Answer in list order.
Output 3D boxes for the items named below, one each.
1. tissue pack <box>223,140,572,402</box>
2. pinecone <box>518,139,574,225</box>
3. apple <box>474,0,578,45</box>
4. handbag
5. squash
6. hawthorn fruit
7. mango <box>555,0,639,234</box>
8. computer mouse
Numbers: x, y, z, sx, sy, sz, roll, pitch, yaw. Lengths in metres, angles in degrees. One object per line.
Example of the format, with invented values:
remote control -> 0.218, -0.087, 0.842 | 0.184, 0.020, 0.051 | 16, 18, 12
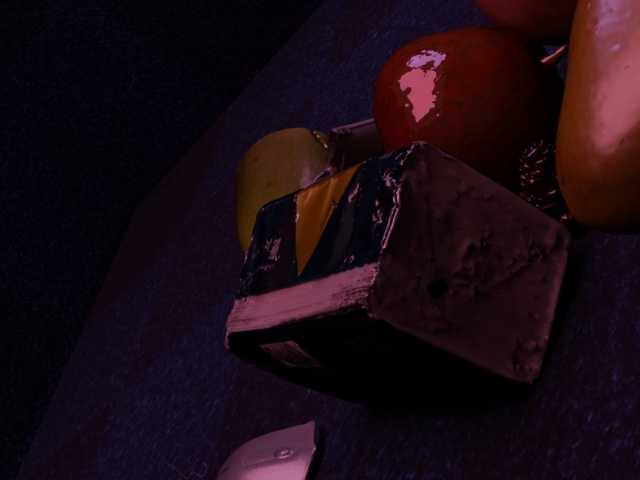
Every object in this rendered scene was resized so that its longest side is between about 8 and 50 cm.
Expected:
tissue pack -> 0.083, 0.061, 1.423 | 0.416, 0.264, 0.253 | -18, 51, 62
pinecone -> 0.290, -0.070, 1.404 | 0.102, 0.109, 0.102 | -27, -5, -2
apple -> 0.343, -0.453, 1.525 | 0.364, 0.364, 0.364 | -48, 19, 22
handbag -> 0.058, -0.098, 1.715 | 0.109, 0.315, 0.241 | 50, 143, 32
squash -> -0.059, -0.060, 2.224 | 0.234, 0.210, 0.309 | -48, 31, 25
hawthorn fruit -> 0.228, -0.172, 1.522 | 0.298, 0.277, 0.277 | -36, 24, 25
mango -> 0.386, -0.200, 1.168 | 0.301, 0.220, 0.445 | 23, 72, 43
computer mouse -> -0.089, 0.351, 1.689 | 0.231, 0.079, 0.128 | -38, 27, 34
